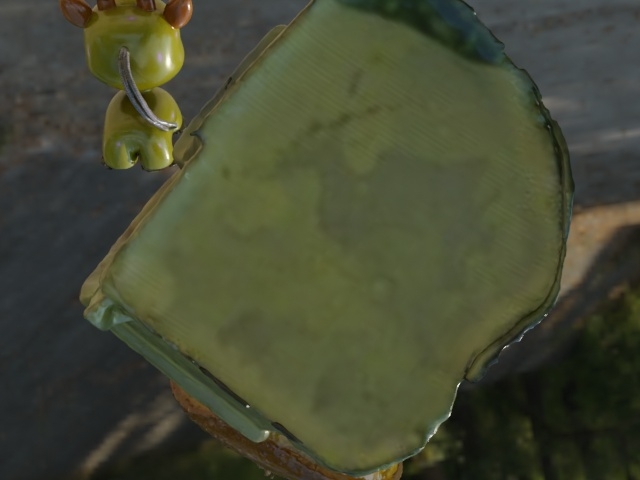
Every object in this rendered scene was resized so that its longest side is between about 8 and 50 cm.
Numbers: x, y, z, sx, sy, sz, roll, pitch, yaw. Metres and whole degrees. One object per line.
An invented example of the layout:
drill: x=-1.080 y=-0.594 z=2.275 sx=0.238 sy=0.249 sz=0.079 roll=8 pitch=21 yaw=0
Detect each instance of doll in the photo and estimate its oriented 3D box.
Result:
doll: x=-0.206 y=-0.193 z=1.768 sx=0.143 sy=0.221 sz=0.135 roll=4 pitch=-140 yaw=6

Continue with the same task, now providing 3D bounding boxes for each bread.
bread: x=-0.014 y=0.145 z=1.646 sx=0.268 sy=0.145 sz=0.268 roll=25 pitch=-163 yaw=-8

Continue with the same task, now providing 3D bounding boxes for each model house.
model house: x=0.000 y=0.000 z=1.174 sx=0.321 sy=0.261 sz=0.266 roll=-52 pitch=-171 yaw=-13
